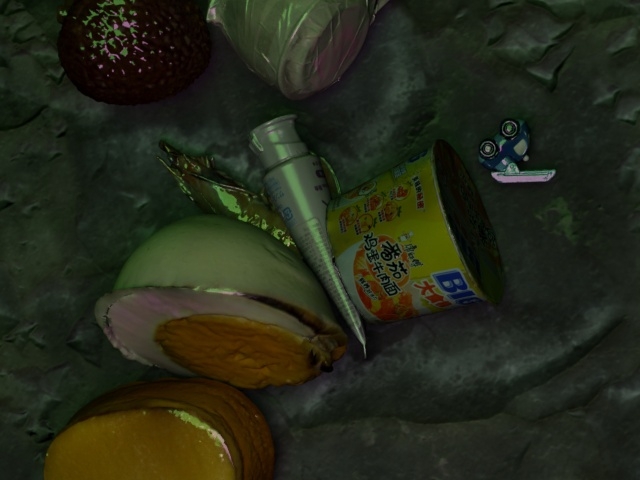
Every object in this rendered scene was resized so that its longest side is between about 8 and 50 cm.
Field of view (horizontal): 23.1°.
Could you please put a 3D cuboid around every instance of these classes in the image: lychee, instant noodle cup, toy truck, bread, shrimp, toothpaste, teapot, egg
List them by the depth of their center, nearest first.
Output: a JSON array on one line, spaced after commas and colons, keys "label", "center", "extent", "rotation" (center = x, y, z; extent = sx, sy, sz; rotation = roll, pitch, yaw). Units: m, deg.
[{"label": "instant noodle cup", "center": [0.107, 0.004, 1.798], "extent": [0.153, 0.205, 0.205], "rotation": [-22, 79, 20]}, {"label": "egg", "center": [-0.102, 0.053, 1.807], "extent": [0.286, 0.264, 0.174], "rotation": [-7, 58, 40]}, {"label": "toothpaste", "center": [0.000, 0.000, 1.839], "extent": [0.073, 0.114, 0.299], "rotation": [-23, 85, -3]}, {"label": "toy truck", "center": [0.233, -0.097, 1.846], "extent": [0.090, 0.056, 0.073], "rotation": [45, 99, 1]}, {"label": "bread", "center": [-0.191, 0.263, 1.846], "extent": [0.269, 0.142, 0.196], "rotation": [-13, 93, 17]}, {"label": "teapot", "center": [-0.029, -0.299, 1.874], "extent": [0.178, 0.163, 0.222], "rotation": [37, 93, 22]}, {"label": "lychee", "center": [-0.233, -0.248, 1.904], "extent": [0.194, 0.194, 0.195], "rotation": [-2, 83, 13]}, {"label": "shrimp", "center": [-0.084, -0.071, 1.917], "extent": [0.251, 0.052, 0.144], "rotation": [33, 84, 5]}]
